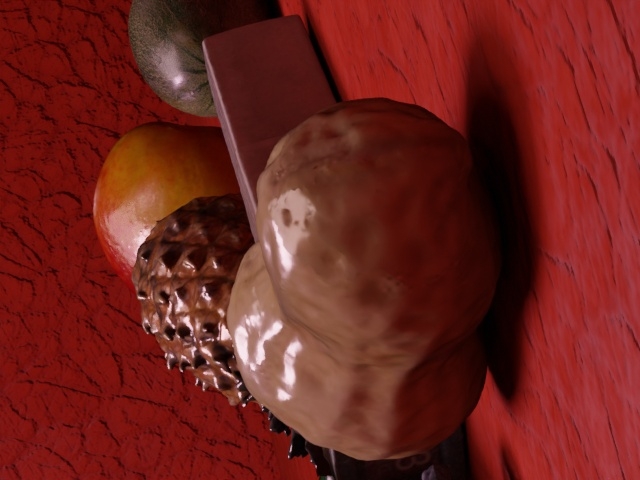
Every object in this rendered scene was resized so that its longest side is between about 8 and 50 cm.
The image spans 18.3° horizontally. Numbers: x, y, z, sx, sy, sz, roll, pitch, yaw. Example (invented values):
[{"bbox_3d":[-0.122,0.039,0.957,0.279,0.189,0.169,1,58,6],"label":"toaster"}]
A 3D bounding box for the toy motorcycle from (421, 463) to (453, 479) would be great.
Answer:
[{"bbox_3d":[0.083,0.207,0.994,0.124,0.061,0.193,-102,-5,-53],"label":"toy motorcycle"}]

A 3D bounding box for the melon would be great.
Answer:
[{"bbox_3d":[-0.093,-0.160,1.546,0.167,0.114,0.114,-115,12,-55],"label":"melon"}]

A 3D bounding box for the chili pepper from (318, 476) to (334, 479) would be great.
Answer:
[{"bbox_3d":[0.026,0.270,1.750,0.098,0.061,0.224,-95,-10,-81],"label":"chili pepper"}]

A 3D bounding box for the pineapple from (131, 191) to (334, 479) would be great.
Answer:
[{"bbox_3d":[-0.038,0.080,1.521,0.279,0.157,0.158,48,155,50],"label":"pineapple"}]

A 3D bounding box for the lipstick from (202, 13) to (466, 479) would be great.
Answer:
[{"bbox_3d":[0.000,0.000,1.221,0.371,0.076,0.080,-110,6,-46],"label":"lipstick"}]

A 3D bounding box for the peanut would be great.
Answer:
[{"bbox_3d":[0.018,0.020,0.868,0.257,0.123,0.124,83,171,-66],"label":"peanut"}]

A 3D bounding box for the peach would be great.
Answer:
[{"bbox_3d":[-0.125,-0.014,1.913,0.197,0.197,0.197,166,90,-85],"label":"peach"}]
